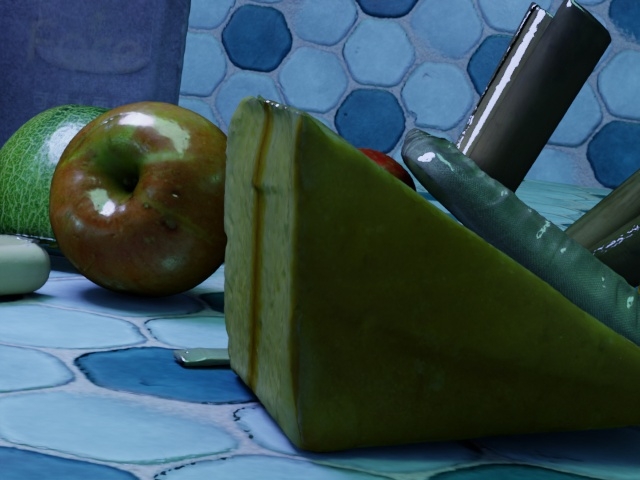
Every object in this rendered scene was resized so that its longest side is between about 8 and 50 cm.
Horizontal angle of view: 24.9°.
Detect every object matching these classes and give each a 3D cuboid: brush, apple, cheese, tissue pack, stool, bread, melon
[{"bbox_3d":[-0.036,0.090,1.209,0.178,0.030,0.033,3,19,-28],"label":"brush"},{"bbox_3d":[-0.164,-0.038,1.427,0.196,0.196,0.196,7,8,-1],"label":"apple"},{"bbox_3d":[-0.365,0.024,1.302,0.127,0.050,0.255,12,9,31],"label":"cheese"},{"bbox_3d":[-0.319,-0.218,1.831,0.288,0.394,0.124,2,9,-36],"label":"tissue pack"},{"bbox_3d":[0.256,-0.060,1.435,0.310,0.226,0.310,43,7,-5],"label":"stool"},{"bbox_3d":[0.123,0.025,1.088,0.361,0.245,0.233,1,8,-16],"label":"bread"},{"bbox_3d":[-0.264,-0.071,1.572,0.265,0.169,0.129,7,-6,13],"label":"melon"}]

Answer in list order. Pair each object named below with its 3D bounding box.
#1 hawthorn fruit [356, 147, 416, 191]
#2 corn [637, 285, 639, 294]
[{"bbox_3d":[0.000,0.000,1.402,0.200,0.179,0.179,-18,21,-33],"label":"hawthorn fruit"},{"bbox_3d":[0.442,0.075,1.508,0.101,0.101,0.291,3,13,-29],"label":"corn"}]
